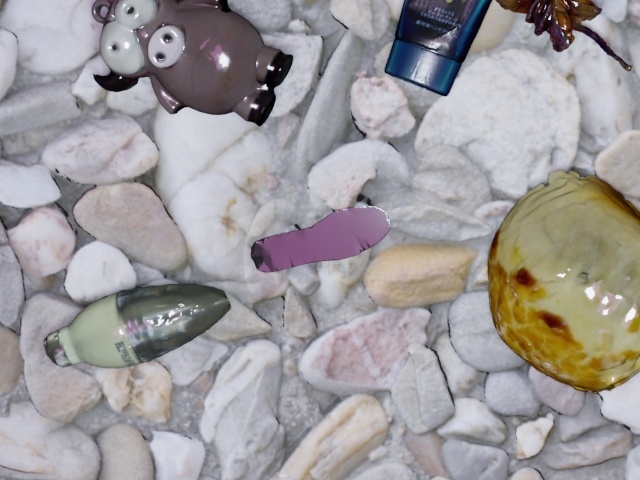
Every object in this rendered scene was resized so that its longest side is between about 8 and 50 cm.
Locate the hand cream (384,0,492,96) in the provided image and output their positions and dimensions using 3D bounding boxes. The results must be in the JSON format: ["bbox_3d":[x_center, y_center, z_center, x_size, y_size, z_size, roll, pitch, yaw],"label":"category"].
[{"bbox_3d":[0.165,-0.316,1.714,0.120,0.061,0.270,22,94,8],"label":"hand cream"}]

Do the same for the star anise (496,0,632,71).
[{"bbox_3d":[0.300,-0.268,1.688,0.097,0.070,0.191,-40,72,-17],"label":"star anise"}]

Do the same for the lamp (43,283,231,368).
[{"bbox_3d":[-0.237,0.109,1.808,0.250,0.101,0.101,-19,97,4],"label":"lamp"}]

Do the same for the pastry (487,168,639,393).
[{"bbox_3d":[0.317,0.059,1.696,0.256,0.170,0.236,41,99,4],"label":"pastry"}]

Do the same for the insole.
[{"bbox_3d":[0.000,0.000,1.805,0.188,0.004,0.064,-16,97,9],"label":"insole"}]

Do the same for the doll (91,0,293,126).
[{"bbox_3d":[-0.169,-0.234,1.730,0.257,0.117,0.182,25,107,0],"label":"doll"}]
